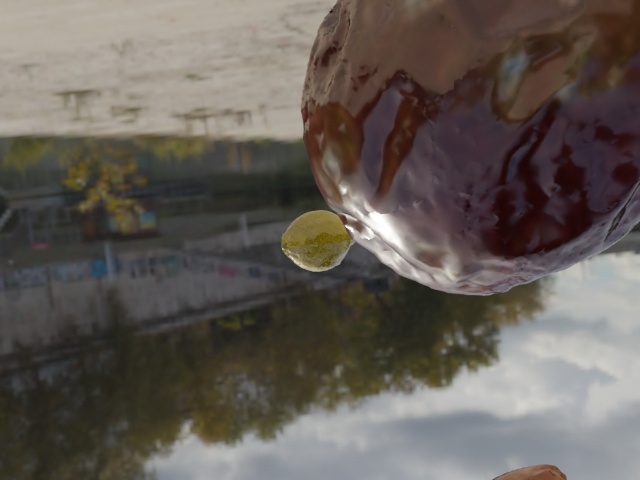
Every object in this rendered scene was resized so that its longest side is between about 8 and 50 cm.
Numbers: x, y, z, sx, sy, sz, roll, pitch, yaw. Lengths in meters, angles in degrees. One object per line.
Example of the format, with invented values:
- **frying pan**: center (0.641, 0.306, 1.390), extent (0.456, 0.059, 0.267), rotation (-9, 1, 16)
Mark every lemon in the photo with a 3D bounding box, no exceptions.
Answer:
- **lemon**: center (0.000, 0.000, 1.292), extent (0.092, 0.065, 0.065), rotation (-4, 179, -30)

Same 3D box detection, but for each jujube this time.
- **jujube**: center (0.159, -0.140, 0.836), extent (0.276, 0.377, 0.276), rotation (33, 169, 7)

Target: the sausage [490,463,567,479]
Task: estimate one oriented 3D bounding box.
- **sausage**: center (0.191, 0.350, 1.353), extent (0.133, 0.133, 0.258), rotation (-8, 143, -47)
